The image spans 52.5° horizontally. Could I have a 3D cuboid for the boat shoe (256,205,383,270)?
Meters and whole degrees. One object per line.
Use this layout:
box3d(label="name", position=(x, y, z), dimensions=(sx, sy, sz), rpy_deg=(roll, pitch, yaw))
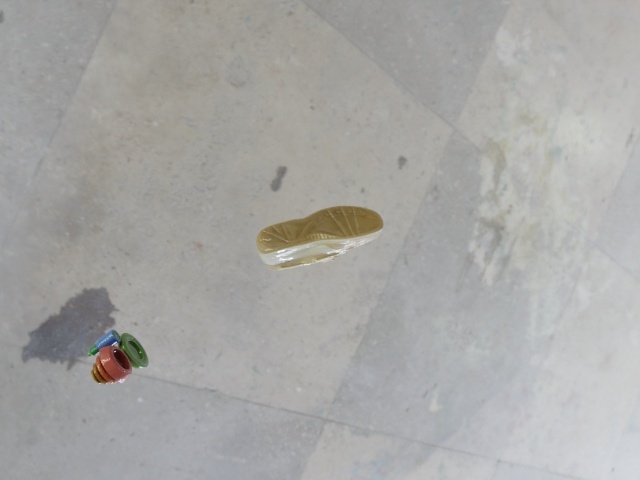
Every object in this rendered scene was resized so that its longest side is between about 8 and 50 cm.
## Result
box3d(label="boat shoe", position=(0.000, 0.000, 0.860), dimensions=(0.169, 0.063, 0.059), rpy_deg=(-10, 138, -7))

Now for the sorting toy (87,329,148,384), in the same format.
box3d(label="sorting toy", position=(-0.249, 0.144, 0.781), dimensions=(0.042, 0.102, 0.061), rpy_deg=(-35, 90, 4))
